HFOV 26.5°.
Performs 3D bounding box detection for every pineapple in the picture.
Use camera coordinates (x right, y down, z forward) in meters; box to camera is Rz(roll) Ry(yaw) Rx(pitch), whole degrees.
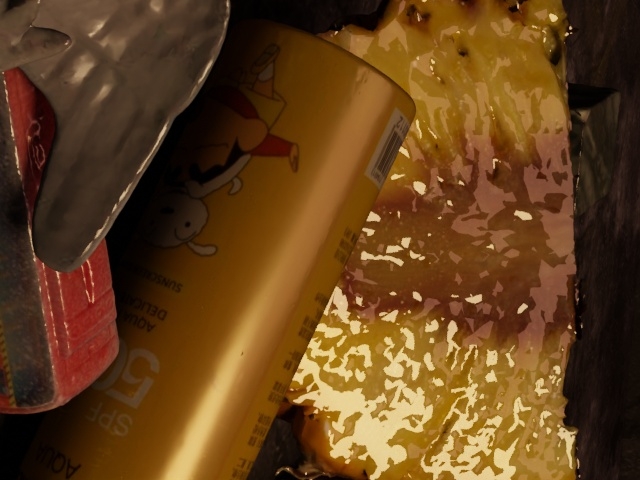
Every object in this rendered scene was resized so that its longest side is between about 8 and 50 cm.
[{"bbox_3d":[-0.003,0.000,0.854,0.209,0.286,0.345,-171,-102,-71],"label":"pineapple"}]

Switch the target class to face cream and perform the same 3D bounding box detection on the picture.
[{"bbox_3d":[-0.070,0.068,0.669,0.349,0.105,0.105,-65,155,-6],"label":"face cream"}]

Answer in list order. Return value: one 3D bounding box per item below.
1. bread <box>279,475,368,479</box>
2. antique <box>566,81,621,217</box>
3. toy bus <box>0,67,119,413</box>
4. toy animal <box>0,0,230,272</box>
[{"bbox_3d":[0.020,0.290,0.989,0.190,0.123,0.244,-53,144,-54],"label":"bread"},{"bbox_3d":[0.133,-0.083,1.073,0.088,0.183,0.086,-28,125,-55],"label":"antique"},{"bbox_3d":[-0.136,-0.017,0.579,0.065,0.077,0.192,-43,134,-53],"label":"toy bus"},{"bbox_3d":[-0.113,-0.106,0.470,0.239,0.255,0.176,52,19,-26],"label":"toy animal"}]
